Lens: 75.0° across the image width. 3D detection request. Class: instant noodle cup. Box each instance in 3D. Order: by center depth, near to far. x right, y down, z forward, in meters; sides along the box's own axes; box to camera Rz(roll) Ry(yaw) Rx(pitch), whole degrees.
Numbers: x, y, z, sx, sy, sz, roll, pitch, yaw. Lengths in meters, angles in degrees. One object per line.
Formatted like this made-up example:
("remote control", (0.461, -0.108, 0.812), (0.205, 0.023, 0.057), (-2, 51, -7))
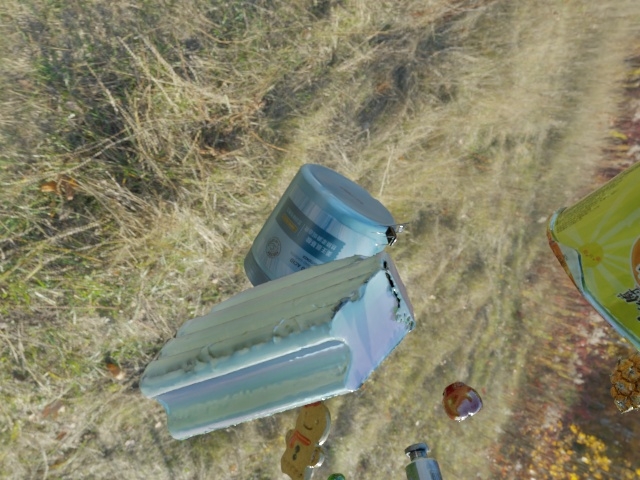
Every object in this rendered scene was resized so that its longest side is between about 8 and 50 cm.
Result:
("instant noodle cup", (0.438, -0.002, 0.474), (0.264, 0.264, 0.200), (-28, 161, -46))

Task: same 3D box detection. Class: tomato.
("tomato", (0.305, 0.349, 0.908), (0.087, 0.075, 0.087), (-18, 149, -12))

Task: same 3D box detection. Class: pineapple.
("pineapple", (0.915, 0.363, 1.136), (0.249, 0.140, 0.164), (-28, 153, 11))

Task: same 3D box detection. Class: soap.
("soap", (-0.061, 0.172, 0.755), (0.156, 0.446, 0.261), (65, 15, -14))

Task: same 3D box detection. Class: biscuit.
("biscuit", (-0.039, 0.548, 1.157), (0.036, 0.166, 0.226), (34, 76, -32))

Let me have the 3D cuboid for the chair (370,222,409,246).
("chair", (0.153, -0.012, 0.887), (0.086, 0.042, 0.037), (-6, 146, -22))

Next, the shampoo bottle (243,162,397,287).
("shampoo bottle", (0.000, 0.000, 1.219), (0.331, 0.331, 0.343), (2, 128, -56))

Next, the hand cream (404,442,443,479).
("hand cream", (0.178, 0.430, 0.604), (0.055, 0.256, 0.088), (-33, 131, 17))

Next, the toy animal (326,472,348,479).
("toy animal", (0.081, 0.583, 0.872), (0.100, 0.208, 0.103), (15, 107, -30))
